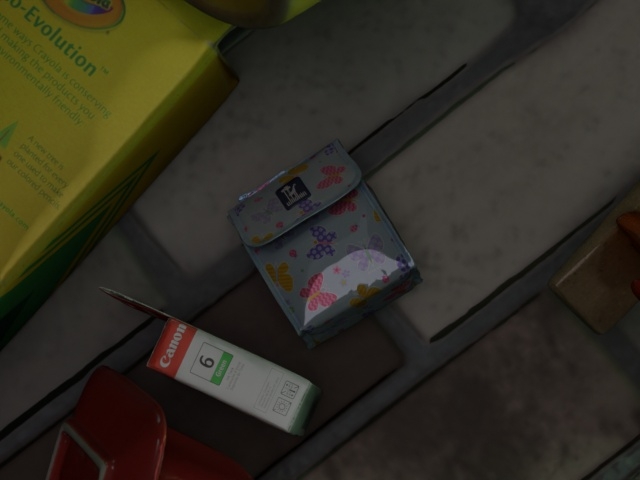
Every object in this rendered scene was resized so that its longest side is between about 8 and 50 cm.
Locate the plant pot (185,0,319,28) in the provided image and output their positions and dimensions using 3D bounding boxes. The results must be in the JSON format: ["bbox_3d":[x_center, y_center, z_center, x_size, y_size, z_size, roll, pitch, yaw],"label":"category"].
[{"bbox_3d":[0.006,-0.228,0.767,0.254,0.254,0.239,41,73,9],"label":"plant pot"}]

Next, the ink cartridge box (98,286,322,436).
[{"bbox_3d":[-0.058,0.061,0.862,0.115,0.063,0.029,23,84,8],"label":"ink cartridge box"}]

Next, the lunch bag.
[{"bbox_3d":[0.000,0.000,0.870,0.071,0.053,0.083,-30,72,0],"label":"lunch bag"}]

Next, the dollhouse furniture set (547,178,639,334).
[{"bbox_3d":[0.227,0.106,0.747,0.135,0.262,0.259,-47,113,1],"label":"dollhouse furniture set"}]

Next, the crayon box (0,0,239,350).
[{"bbox_3d":[-0.187,-0.071,0.882,0.202,0.081,0.318,43,90,8],"label":"crayon box"}]

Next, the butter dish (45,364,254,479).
[{"bbox_3d":[-0.071,0.154,0.826,0.118,0.160,0.160,16,90,-19],"label":"butter dish"}]
